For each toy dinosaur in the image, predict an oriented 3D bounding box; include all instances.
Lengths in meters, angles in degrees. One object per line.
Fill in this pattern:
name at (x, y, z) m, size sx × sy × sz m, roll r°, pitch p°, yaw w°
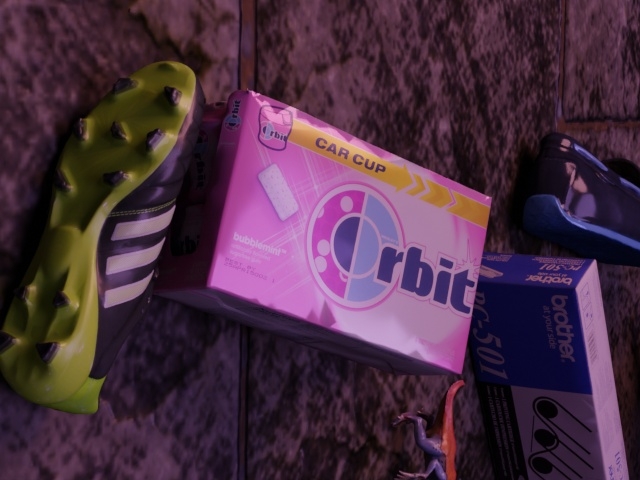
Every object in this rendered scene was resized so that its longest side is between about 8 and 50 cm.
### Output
toy dinosaur at (0.081, 0.154, 0.995) m, size 0.082 × 0.090 × 0.047 m, roll 55°, pitch 12°, yaw 19°

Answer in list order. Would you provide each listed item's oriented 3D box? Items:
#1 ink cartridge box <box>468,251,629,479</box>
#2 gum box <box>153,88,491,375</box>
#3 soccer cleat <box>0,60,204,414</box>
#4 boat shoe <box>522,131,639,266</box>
ink cartridge box at (0.173, 0.109, 1.114) m, size 0.046 × 0.097 × 0.207 m, roll -46°, pitch 131°, yaw -46°
gum box at (0.000, 0.000, 0.799) m, size 0.188 × 0.062 × 0.107 m, roll 21°, pitch 73°, yaw -34°
soccer cleat at (-0.101, -0.002, 0.701) m, size 0.179 × 0.060 × 0.072 m, roll -68°, pitch 154°, yaw -16°
boat shoe at (0.259, -0.030, 1.231) m, size 0.258 × 0.109 × 0.089 m, roll 21°, pitch 72°, yaw -60°
